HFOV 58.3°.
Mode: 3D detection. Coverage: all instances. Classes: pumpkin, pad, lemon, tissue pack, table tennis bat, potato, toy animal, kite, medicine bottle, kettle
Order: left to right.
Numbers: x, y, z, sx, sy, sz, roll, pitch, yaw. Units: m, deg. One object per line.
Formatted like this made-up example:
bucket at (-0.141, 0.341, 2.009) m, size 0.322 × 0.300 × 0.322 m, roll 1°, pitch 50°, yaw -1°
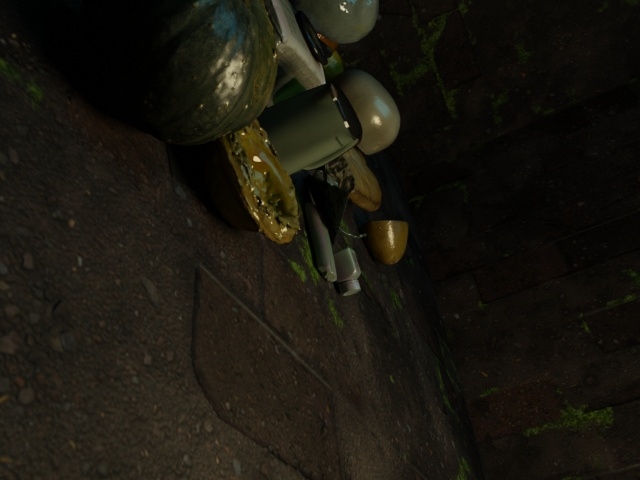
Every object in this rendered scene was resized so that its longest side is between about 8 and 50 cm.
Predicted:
pad at (-0.240, -0.158, 1.015) m, size 0.112 × 0.003 × 0.157 m, roll 37°, pitch 33°, yaw -61°
pumpkin at (-0.197, -0.290, 0.871) m, size 0.291 × 0.257 × 0.327 m, roll 56°, pitch 22°, yaw 3°
tissue pack at (-0.141, -0.509, 1.469) m, size 0.266 × 0.193 × 0.356 m, roll 70°, pitch 14°, yaw 11°
kettle at (-0.034, -0.246, 1.354) m, size 0.240 × 0.255 × 0.165 m, roll 42°, pitch 27°, yaw -58°
table tennis bat at (-0.011, -0.531, 1.536) m, size 0.150 × 0.027 × 0.236 m, roll 66°, pitch 17°, yaw 2°
lemon at (-0.001, -0.652, 2.173) m, size 0.181 × 0.180 × 0.193 m, roll 69°, pitch 21°, yaw 4°
kite at (0.013, -0.135, 1.553) m, size 0.335 × 0.011 × 0.314 m, roll -144°, pitch -135°, yaw -64°
toy animal at (0.041, -0.095, 1.716) m, size 0.253 × 0.079 × 0.070 m, roll 61°, pitch 39°, yaw -18°
medicine bottle at (0.069, 0.086, 1.564) m, size 0.055 × 0.074 × 0.118 m, roll 31°, pitch 38°, yaw -66°
potato at (0.243, 0.012, 2.119) m, size 0.203 × 0.178 × 0.158 m, roll 111°, pitch -24°, yaw -78°

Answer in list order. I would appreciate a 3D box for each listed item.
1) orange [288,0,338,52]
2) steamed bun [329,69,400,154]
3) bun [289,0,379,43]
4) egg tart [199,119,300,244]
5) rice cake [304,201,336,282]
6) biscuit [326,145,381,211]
orange at (-0.061, -0.703, 1.907) m, size 0.264 × 0.264 × 0.264 m, roll 58°, pitch 19°, yaw -32°
steamed bun at (0.161, -0.477, 2.089) m, size 0.324 × 0.206 × 0.324 m, roll 48°, pitch 10°, yaw -12°
bun at (0.035, -0.748, 1.661) m, size 0.362 × 0.211 × 0.362 m, roll 32°, pitch 37°, yaw -27°
egg tart at (-0.138, -0.120, 1.082) m, size 0.288 × 0.118 × 0.288 m, roll 57°, pitch 20°, yaw -34°
rice cake at (0.001, 0.001, 1.520) m, size 0.080 × 0.042 × 0.222 m, roll 54°, pitch 20°, yaw -54°
biscuit at (0.076, -0.293, 2.029) m, size 0.429 × 0.104 × 0.446 m, roll 62°, pitch 15°, yaw 17°
